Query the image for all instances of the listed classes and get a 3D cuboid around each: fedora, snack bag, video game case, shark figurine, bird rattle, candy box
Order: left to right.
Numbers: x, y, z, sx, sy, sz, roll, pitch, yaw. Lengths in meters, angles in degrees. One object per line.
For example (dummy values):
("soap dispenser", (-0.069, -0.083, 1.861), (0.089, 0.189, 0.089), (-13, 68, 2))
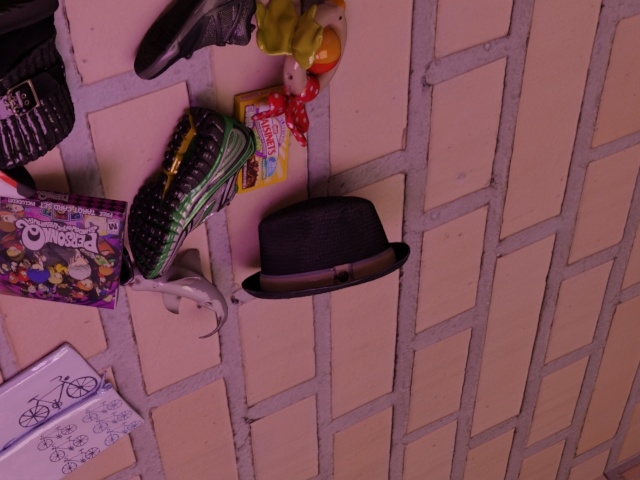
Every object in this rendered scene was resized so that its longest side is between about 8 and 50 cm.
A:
("snack bag", (-0.548, 0.368, 2.125), (0.323, 0.037, 0.343), (-32, 140, -6))
("video game case", (-0.443, 0.011, 1.772), (0.232, 0.042, 0.210), (9, 127, -7))
("shark figurine", (-0.234, 0.081, 2.043), (0.166, 0.116, 0.278), (-20, 143, 33))
("candy box", (-0.105, -0.181, 1.935), (0.105, 0.027, 0.206), (-20, 138, -26))
("bird rattle", (-0.014, -0.297, 1.805), (0.207, 0.143, 0.254), (-45, 143, -35))
("fedora", (0.000, 0.000, 2.063), (0.334, 0.334, 0.153), (-16, 101, -25))

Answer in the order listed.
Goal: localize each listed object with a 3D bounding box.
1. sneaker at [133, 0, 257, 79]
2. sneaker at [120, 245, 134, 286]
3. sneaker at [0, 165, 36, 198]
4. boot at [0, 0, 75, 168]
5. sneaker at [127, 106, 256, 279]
("sneaker", (-0.186, -0.321, 1.690), (0.227, 0.087, 0.130), (-48, 134, 4))
("sneaker", (-0.400, 0.001, 1.838), (0.081, 0.090, 0.232), (-43, 141, 6))
("sneaker", (-0.572, -0.099, 1.617), (0.145, 0.090, 0.270), (-44, 139, 13))
("boot", (-0.497, -0.209, 1.494), (0.348, 0.131, 0.260), (-26, 141, -33))
("sneaker", (-0.220, -0.064, 1.871), (0.146, 0.134, 0.344), (12, 123, -43))
